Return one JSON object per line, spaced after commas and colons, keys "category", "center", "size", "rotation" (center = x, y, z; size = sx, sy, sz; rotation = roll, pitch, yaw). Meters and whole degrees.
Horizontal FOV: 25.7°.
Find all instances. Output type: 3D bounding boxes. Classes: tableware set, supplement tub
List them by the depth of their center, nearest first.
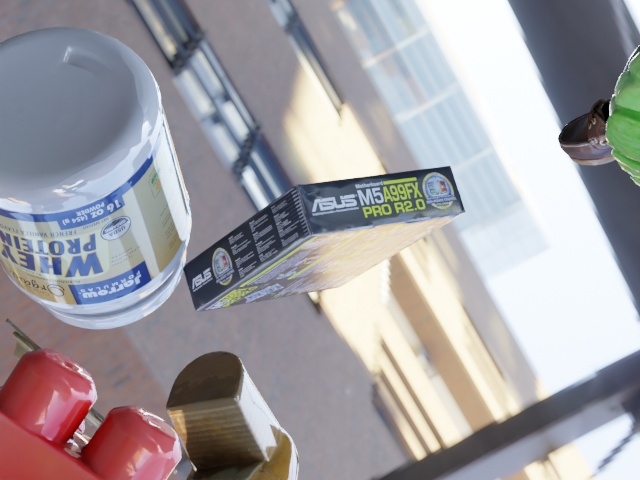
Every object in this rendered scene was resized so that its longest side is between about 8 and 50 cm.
{"category": "tableware set", "center": [-0.188, 0.130, 1.118], "size": [0.141, 0.169, 0.020], "rotation": [35, -105, 29]}
{"category": "supplement tub", "center": [-0.266, -0.058, 1.551], "size": [0.228, 0.228, 0.316], "rotation": [-35, 152, -15]}

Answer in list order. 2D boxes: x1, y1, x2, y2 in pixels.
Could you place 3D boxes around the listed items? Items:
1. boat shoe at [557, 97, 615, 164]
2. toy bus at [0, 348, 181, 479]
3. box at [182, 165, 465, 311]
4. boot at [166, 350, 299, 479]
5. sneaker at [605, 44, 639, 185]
{"category": "boat shoe", "center": [0.350, -0.138, 1.629], "size": [0.207, 0.073, 0.073], "rotation": [-8, -130, 53]}
{"category": "toy bus", "center": [-0.144, 0.114, 0.428], "size": [0.211, 0.220, 0.149], "rotation": [-60, -179, 7]}
{"category": "box", "center": [0.000, 0.000, 1.589], "size": [0.216, 0.060, 0.270], "rotation": [-8, 165, -35]}
{"category": "boot", "center": [-0.061, 0.235, 0.892], "size": [0.104, 0.211, 0.295], "rotation": [-8, -145, 21]}
{"category": "sneaker", "center": [0.316, -0.098, 0.928], "size": [0.202, 0.185, 0.483], "rotation": [-66, 161, 0]}
